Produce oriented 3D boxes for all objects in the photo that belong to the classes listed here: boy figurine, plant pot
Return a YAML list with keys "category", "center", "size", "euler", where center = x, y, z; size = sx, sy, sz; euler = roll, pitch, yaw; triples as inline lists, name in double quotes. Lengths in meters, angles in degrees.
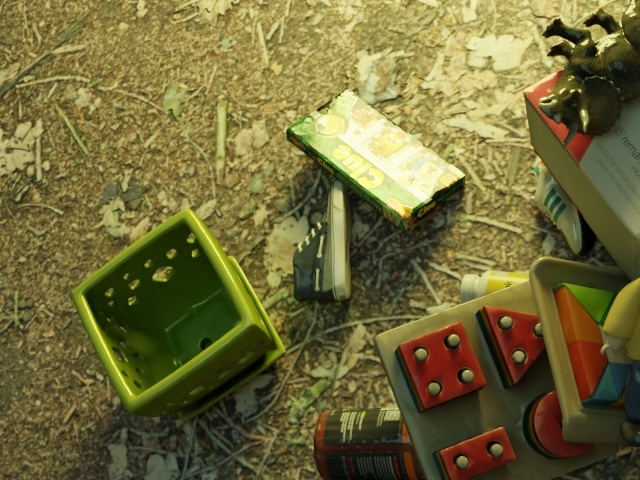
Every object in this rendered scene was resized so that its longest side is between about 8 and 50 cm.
- category: "boy figurine"
  center: [0.432, 0.105, 1.444]
  size: [0.177, 0.092, 0.285]
  euler: [6, 99, 9]
- category: "plant pot"
  center: [-0.195, 0.127, 1.773]
  size: [0.228, 0.207, 0.227]
  euler: [-35, 63, 5]

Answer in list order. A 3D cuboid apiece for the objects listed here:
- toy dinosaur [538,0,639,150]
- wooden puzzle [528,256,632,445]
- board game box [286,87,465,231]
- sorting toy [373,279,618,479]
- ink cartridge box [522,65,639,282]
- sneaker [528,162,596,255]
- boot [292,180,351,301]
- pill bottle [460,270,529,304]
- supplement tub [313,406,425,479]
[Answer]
- category: "toy dinosaur"
  center: [0.389, -0.238, 1.536]
  size: [0.313, 0.121, 0.160]
  euler: [-32, 69, -9]
- category: "wooden puzzle"
  center: [0.375, 0.144, 1.554]
  size: [0.044, 0.221, 0.238]
  euler: [-29, 59, 46]
- category: "board game box"
  center: [0.082, -0.128, 1.837]
  size: [0.136, 0.030, 0.260]
  euler: [-38, 60, -22]
- category: "sorting toy"
  center: [0.236, 0.199, 1.570]
  size: [0.255, 0.089, 0.257]
  euler: [-19, 79, -8]
- category: "ink cartridge box"
  center: [0.509, -0.164, 1.603]
  size: [0.385, 0.160, 0.279]
  euler: [-30, 59, -1]
- category: "sneaker"
  center: [0.344, -0.045, 1.727]
  size: [0.075, 0.057, 0.161]
  euler: [-22, 64, 30]
- category: "boot"
  center: [0.000, 0.000, 1.824]
  size: [0.086, 0.069, 0.190]
  euler: [-4, 70, 13]
- category: "pill bottle"
  center: [0.261, 0.076, 1.699]
  size: [0.116, 0.065, 0.065]
  euler: [5, 72, 23]
- category: "supplement tub"
  center: [0.097, 0.284, 1.660]
  size: [0.198, 0.106, 0.106]
  euler: [-4, 69, 19]
